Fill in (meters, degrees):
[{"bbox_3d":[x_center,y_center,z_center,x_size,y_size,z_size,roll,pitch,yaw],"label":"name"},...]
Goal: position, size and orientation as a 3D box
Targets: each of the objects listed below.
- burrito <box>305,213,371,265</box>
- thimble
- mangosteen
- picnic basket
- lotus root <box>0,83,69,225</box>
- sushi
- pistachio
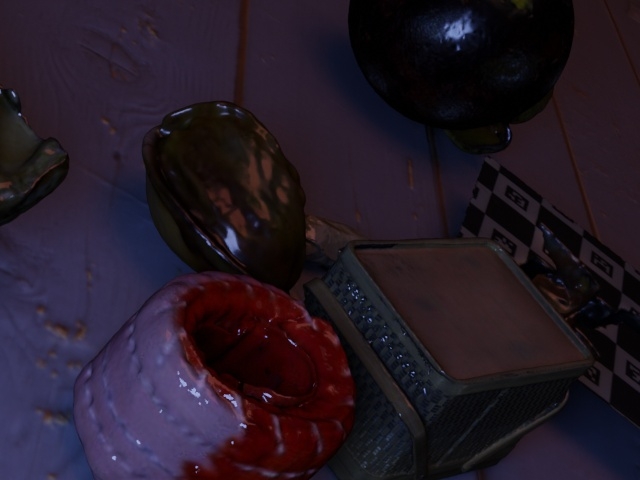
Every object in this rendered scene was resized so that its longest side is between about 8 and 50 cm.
[{"bbox_3d":[0.000,0.000,1.404,0.149,0.041,0.055,11,52,-50],"label":"burrito"},{"bbox_3d":[-0.072,0.115,1.036,0.163,0.125,0.190,52,29,19],"label":"thimble"},{"bbox_3d":[0.175,-0.255,1.795,0.288,0.288,0.288,30,28,-18],"label":"mangosteen"},{"bbox_3d":[0.091,0.101,1.250,0.267,0.139,0.165,-1,47,-53],"label":"picnic basket"},{"bbox_3d":[-0.330,-0.111,1.060,0.210,0.142,0.314,-13,61,-32],"label":"lotus root"},{"bbox_3d":[0.279,0.096,1.591,0.359,0.064,0.343,37,27,-4],"label":"sushi"},{"bbox_3d":[-0.074,-0.027,1.255,0.165,0.130,0.210,9,48,-51],"label":"pistachio"}]
